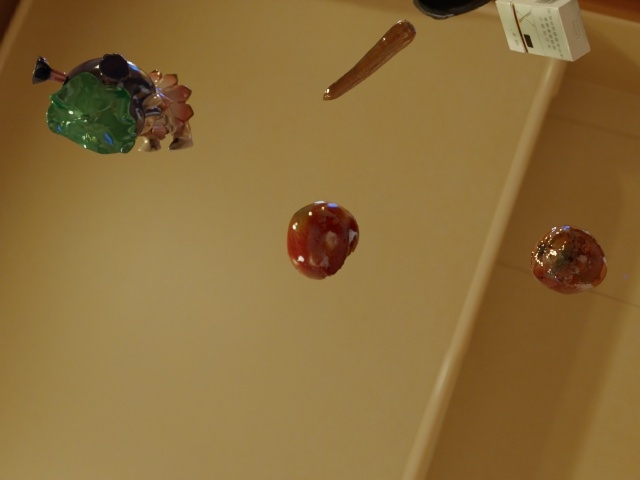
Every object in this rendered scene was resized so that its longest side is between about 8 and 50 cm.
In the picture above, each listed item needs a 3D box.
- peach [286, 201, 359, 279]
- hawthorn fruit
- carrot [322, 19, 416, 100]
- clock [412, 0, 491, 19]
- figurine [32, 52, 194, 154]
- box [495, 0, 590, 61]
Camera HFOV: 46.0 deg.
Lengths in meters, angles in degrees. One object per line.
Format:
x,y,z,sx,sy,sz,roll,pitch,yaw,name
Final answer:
-0.004,-0.002,1.456,0.118,0.151,0.151,-52,-22,-71,peach
0.595,0.048,1.800,0.173,0.173,0.172,19,-90,-76,hawthorn fruit
0.073,-0.271,1.171,0.190,0.037,0.037,-38,5,31,carrot
0.214,-0.395,0.754,0.386,0.076,0.386,-36,-14,-10,clock
-0.210,-0.142,0.794,0.195,0.112,0.102,-31,-63,-74,figurine
0.325,-0.317,1.111,0.040,0.154,0.084,-34,-62,-8,box
